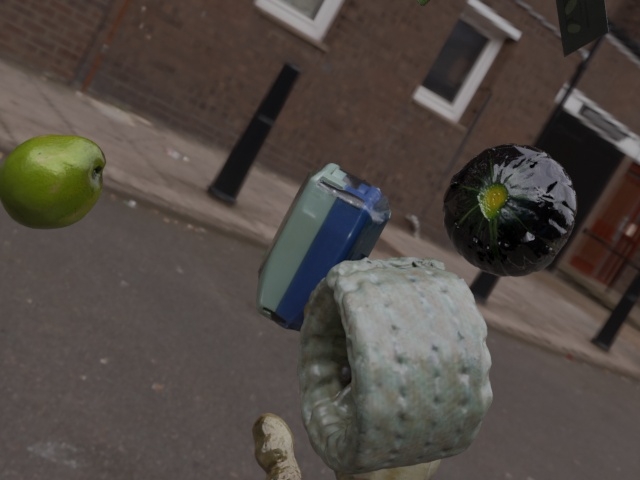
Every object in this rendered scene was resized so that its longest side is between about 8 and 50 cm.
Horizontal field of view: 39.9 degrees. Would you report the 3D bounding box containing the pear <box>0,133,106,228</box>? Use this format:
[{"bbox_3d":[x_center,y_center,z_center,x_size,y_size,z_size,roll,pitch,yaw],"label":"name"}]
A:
[{"bbox_3d":[-0.528,-0.118,1.756,0.187,0.219,0.188,159,-90,-88],"label":"pear"}]

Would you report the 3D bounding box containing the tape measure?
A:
[{"bbox_3d":[-0.001,0.000,1.458,0.138,0.259,0.262,28,20,-5],"label":"tape measure"}]

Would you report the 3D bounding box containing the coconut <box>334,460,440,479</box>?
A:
[{"bbox_3d":[0.112,0.395,1.733,0.241,0.241,0.241,29,9,-5],"label":"coconut"}]

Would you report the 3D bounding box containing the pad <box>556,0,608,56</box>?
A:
[{"bbox_3d":[0.534,-0.487,1.809,0.004,0.127,0.190,38,-27,52],"label":"pad"}]

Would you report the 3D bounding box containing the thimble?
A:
[{"bbox_3d":[0.090,0.166,1.210,0.195,0.292,0.291,-2,21,-21],"label":"thimble"}]

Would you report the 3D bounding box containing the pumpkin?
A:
[{"bbox_3d":[0.423,-0.060,1.943,0.295,0.296,0.296,29,9,-5],"label":"pumpkin"}]

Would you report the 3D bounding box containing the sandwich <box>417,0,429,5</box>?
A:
[{"bbox_3d":[0.169,-0.445,1.393,0.074,0.116,0.074,51,12,24],"label":"sandwich"}]

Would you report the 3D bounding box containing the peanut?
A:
[{"bbox_3d":[-0.093,0.480,1.905,0.104,0.085,0.228,27,32,-44],"label":"peanut"}]
